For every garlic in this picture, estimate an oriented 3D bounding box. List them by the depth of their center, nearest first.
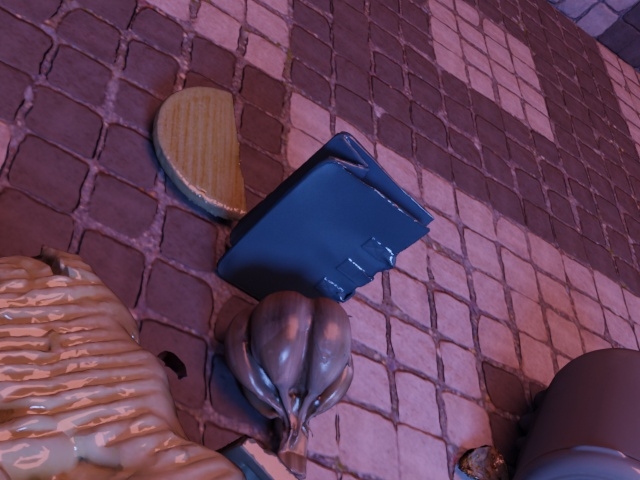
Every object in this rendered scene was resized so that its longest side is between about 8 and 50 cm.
[{"bbox_3d":[-0.034,0.138,0.888,0.131,0.127,0.194,4,61,10],"label":"garlic"}]

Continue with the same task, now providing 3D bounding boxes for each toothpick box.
[{"bbox_3d":[0.351,0.263,1.096,0.229,0.229,0.316,47,34,-2],"label":"toothpick box"}]

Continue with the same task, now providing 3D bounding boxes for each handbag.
[{"bbox_3d":[0.000,0.000,0.950,0.144,0.221,0.057,40,37,-14],"label":"handbag"}]

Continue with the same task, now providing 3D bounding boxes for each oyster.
[{"bbox_3d":[0.195,0.274,1.068,0.083,0.019,0.054,12,50,-42],"label":"oyster"}]

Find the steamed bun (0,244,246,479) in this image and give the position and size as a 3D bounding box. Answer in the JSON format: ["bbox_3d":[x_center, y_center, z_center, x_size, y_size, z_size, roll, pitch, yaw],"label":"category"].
[{"bbox_3d":[-0.225,0.179,0.531,0.346,0.237,0.394,21,24,1],"label":"steamed bun"}]

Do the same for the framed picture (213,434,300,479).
[{"bbox_3d":[-0.037,0.243,0.644,0.209,0.281,0.019,46,54,0],"label":"framed picture"}]

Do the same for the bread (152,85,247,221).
[{"bbox_3d":[-0.151,-0.110,1.056,0.112,0.036,0.193,12,52,-33],"label":"bread"}]
